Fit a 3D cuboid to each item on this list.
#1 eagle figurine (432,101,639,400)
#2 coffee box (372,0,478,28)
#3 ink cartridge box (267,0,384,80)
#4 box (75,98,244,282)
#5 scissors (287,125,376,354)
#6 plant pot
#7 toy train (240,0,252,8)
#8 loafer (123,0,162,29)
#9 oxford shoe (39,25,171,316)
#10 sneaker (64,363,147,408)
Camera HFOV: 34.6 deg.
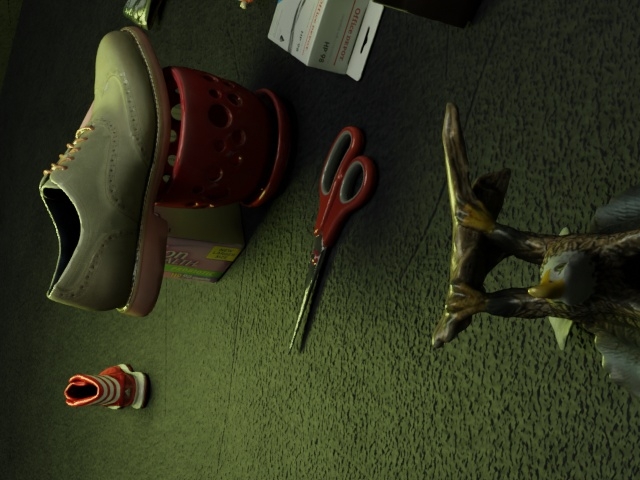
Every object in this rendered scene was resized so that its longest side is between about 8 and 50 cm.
[{"bbox_3d":[0.223,0.024,0.730,0.298,0.225,0.226,1,127,33],"label":"eagle figurine"},{"bbox_3d":[0.084,-0.376,1.114,0.168,0.119,0.297,-64,33,28],"label":"coffee box"},{"bbox_3d":[0.003,-0.278,1.300,0.180,0.060,0.104,46,122,56],"label":"ink cartridge box"},{"bbox_3d":[-0.245,-0.076,1.546,0.117,0.214,0.242,-48,43,46],"label":"box"},{"bbox_3d":[0.000,0.000,1.282,0.109,0.021,0.297,58,134,47],"label":"scissors"},{"bbox_3d":[-0.146,-0.132,1.417,0.191,0.174,0.191,-25,61,57],"label":"plant pot"},{"bbox_3d":[-0.074,-0.415,1.501,0.166,0.046,0.125,-22,65,62],"label":"toy train"},{"bbox_3d":[-0.310,-0.480,1.955,0.061,0.062,0.170,43,122,11],"label":"loafer"},{"bbox_3d":[-0.281,-0.102,1.327,0.140,0.147,0.396,-32,57,56],"label":"oxford shoe"},{"bbox_3d":[-0.404,0.258,1.840,0.221,0.128,0.087,-18,66,58],"label":"sneaker"}]
